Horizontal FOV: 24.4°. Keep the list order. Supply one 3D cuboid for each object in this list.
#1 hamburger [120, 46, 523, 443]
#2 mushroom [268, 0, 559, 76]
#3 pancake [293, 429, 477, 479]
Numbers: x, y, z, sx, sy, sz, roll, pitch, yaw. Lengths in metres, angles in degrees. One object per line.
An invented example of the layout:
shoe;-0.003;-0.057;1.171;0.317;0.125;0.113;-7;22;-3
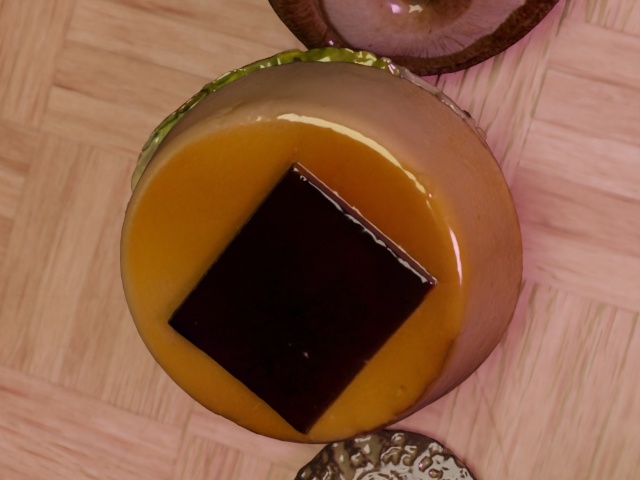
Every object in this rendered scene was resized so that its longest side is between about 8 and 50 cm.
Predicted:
hamburger;0.000;0.000;1.078;0.300;0.176;0.300;5;108;15
mushroom;0.070;-0.218;1.083;0.231;0.194;0.138;-6;65;3
pancake;0.052;0.245;1.143;0.199;0.021;0.199;-1;88;16
